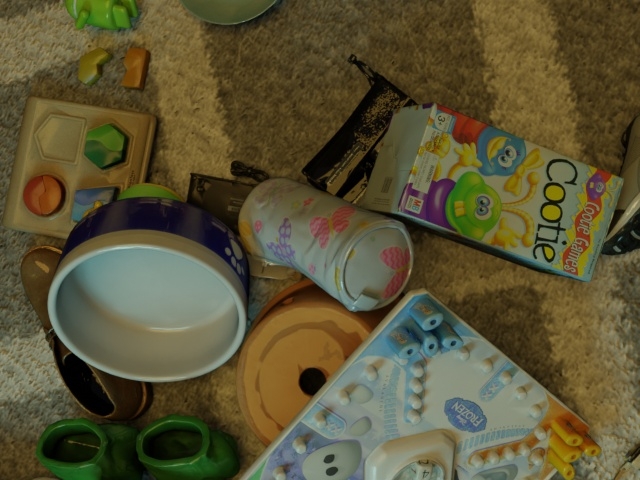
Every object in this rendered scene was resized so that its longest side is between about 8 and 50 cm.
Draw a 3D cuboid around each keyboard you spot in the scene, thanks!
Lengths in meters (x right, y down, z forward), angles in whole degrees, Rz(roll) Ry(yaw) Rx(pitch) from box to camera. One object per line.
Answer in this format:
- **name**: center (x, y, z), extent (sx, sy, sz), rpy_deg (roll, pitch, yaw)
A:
- **keyboard**: center (-0.111, -0.061, 1.445), extent (0.180, 0.023, 0.108), rpy_deg (11, 94, 13)

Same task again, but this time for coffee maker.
- **coffee maker**: center (0.060, -0.134, 1.378), extent (0.178, 0.120, 0.171), rpy_deg (-49, 54, 3)

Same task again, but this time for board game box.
- **board game box**: center (0.117, 0.303, 1.211), extent (0.390, 0.390, 0.050), rpy_deg (-48, 33, 5)
- **board game box**: center (0.216, -0.060, 1.250), extent (0.275, 0.144, 0.142), rpy_deg (19, 89, -17)

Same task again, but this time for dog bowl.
- **dog bowl**: center (-0.229, 0.071, 1.337), extent (0.265, 0.264, 0.104), rpy_deg (-12, 40, 11)

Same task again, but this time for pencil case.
- **pencil case**: center (0.000, 0.000, 1.267), extent (0.124, 0.113, 0.273), rpy_deg (-55, 36, -9)

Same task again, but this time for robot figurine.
- **robot figurine**: center (-0.339, -0.362, 1.499), extent (0.115, 0.067, 0.101), rpy_deg (17, 61, 14)

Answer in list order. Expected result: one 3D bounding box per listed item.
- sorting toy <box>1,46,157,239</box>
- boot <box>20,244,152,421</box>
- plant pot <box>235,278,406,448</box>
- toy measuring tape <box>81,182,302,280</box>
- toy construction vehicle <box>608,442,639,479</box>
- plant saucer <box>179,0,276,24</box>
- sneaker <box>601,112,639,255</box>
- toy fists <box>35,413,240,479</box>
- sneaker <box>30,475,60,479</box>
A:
- **sorting toy**: center (-0.365, -0.153, 1.499), extent (0.229, 0.041, 0.307), rpy_deg (10, 87, 13)
- **boot**: center (-0.360, 0.130, 1.436), extent (0.112, 0.115, 0.305), rpy_deg (-38, 77, 9)
- **plant pot**: center (0.009, 0.183, 1.303), extent (0.291, 0.203, 0.290), rpy_deg (-1, 85, 13)
- **toy measuring tape**: center (-0.183, -0.015, 1.394), extent (0.330, 0.121, 0.121), rpy_deg (9, 87, 6)
- **toy construction vehicle**: center (0.438, 0.308, 1.286), extent (0.086, 0.035, 0.098), rpy_deg (37, 96, 2)
- **plant saucer**: center (-0.130, -0.414, 1.473), extent (0.195, 0.037, 0.194), rpy_deg (-1, 84, 12)
- **sneaker**: center (0.439, -0.101, 1.299), extent (0.108, 0.100, 0.271), rpy_deg (34, 96, 38)
- **toy fists**: center (-0.253, 0.303, 1.385), extent (0.279, 0.142, 0.096), rpy_deg (-5, 55, 12)
- **sneaker**: center (-0.460, 0.413, 1.419), extent (0.282, 0.115, 0.105), rpy_deg (-3, 108, 17)
